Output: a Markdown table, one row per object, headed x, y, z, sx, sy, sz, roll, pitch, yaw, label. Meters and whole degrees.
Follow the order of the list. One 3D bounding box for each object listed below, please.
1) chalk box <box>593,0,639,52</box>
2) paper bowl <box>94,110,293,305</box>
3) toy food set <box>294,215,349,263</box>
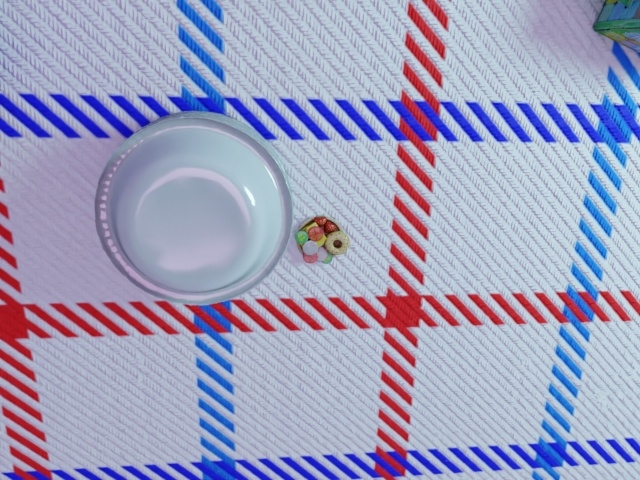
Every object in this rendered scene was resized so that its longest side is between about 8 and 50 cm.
| x | y | z | sx | sy | sz | roll | pitch | yaw | label |
| --- | --- | --- | --- | --- | --- | --- | --- | --- | --- |
| 0.500 | -0.343 | 0.782 | 0.213 | 0.132 | 0.132 | 20 | 107 | -12 | chalk box |
| -0.180 | -0.040 | 0.800 | 0.284 | 0.148 | 0.284 | -2 | 108 | -5 | paper bowl |
| 0.000 | 0.000 | 0.900 | 0.082 | 0.020 | 0.083 | -34 | 110 | 6 | toy food set |
